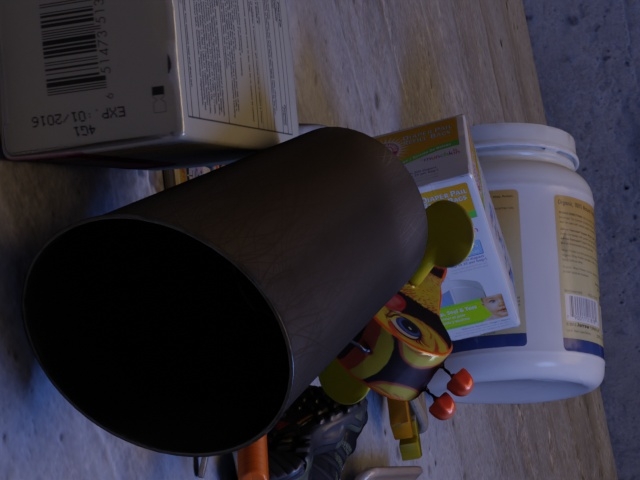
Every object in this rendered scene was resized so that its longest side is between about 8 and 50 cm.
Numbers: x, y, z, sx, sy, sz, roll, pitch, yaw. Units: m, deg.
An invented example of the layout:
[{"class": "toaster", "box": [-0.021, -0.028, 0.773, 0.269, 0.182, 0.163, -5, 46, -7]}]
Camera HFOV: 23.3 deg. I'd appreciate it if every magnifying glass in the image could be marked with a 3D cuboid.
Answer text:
[{"class": "magnifying glass", "box": [-0.056, 0.121, 1.204, 0.231, 0.026, 0.092, -101, -179, -61]}]

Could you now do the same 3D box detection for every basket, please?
[{"class": "basket", "box": [-0.042, 0.019, 0.998, 0.227, 0.204, 0.154, -33, 118, -51]}]

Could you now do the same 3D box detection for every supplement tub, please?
[{"class": "supplement tub", "box": [0.230, 0.032, 1.924, 0.228, 0.228, 0.316, 38, 48, -67]}]

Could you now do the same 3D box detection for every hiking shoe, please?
[{"class": "hiking shoe", "box": [-0.019, 0.200, 1.349, 0.227, 0.086, 0.114, -33, 129, -65]}]

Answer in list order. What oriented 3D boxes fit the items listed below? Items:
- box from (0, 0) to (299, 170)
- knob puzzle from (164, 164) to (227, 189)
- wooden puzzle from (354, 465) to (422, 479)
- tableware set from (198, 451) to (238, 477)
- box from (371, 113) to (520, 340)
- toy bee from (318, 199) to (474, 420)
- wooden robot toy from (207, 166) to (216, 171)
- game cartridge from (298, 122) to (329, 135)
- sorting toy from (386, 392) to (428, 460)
[{"class": "box", "box": [-0.113, -0.128, 1.051, 0.232, 0.127, 0.149, -1, 84, -73]}, {"class": "knob puzzle", "box": [-0.083, -0.080, 1.296, 0.213, 0.030, 0.213, -7, 90, -73]}, {"class": "wooden puzzle", "box": [0.064, 0.354, 1.608, 0.221, 0.044, 0.239, 24, 66, -71]}, {"class": "tableware set", "box": [-0.093, 0.085, 1.187, 0.128, 0.039, 0.194, -98, 178, -57]}, {"class": "box", "box": [0.117, -0.008, 1.539, 0.103, 0.114, 0.203, -90, 163, -51]}, {"class": "toy bee", "box": [0.049, 0.075, 1.244, 0.298, 0.162, 0.195, -51, 177, -43]}, {"class": "wooden robot toy", "box": [-0.054, 0.002, 1.210, 0.079, 0.076, 0.173, 101, -14, -54]}, {"class": "game cartridge", "box": [0.000, 0.000, 1.455, 0.297, 0.062, 0.198, 38, 55, -72]}, {"class": "sorting toy", "box": [0.091, 0.103, 1.657, 0.229, 0.041, 0.307, 71, 10, -50]}]
